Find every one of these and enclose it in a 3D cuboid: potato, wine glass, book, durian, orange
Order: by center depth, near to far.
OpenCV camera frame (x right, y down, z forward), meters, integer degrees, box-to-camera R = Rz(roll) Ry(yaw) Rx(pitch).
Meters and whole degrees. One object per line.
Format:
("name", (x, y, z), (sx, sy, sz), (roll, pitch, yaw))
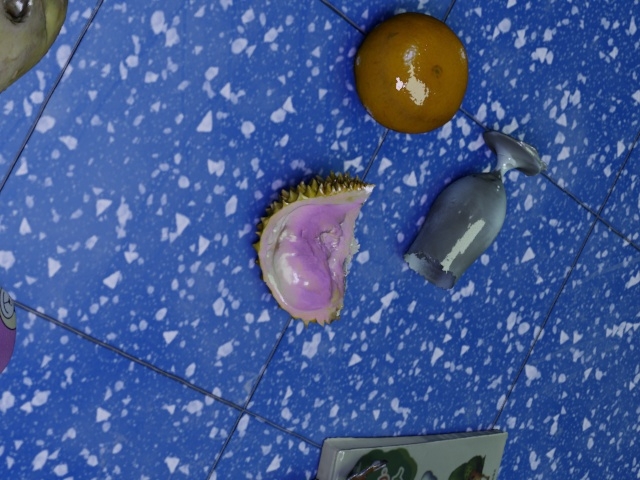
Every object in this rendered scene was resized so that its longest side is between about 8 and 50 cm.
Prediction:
("potato", (-0.371, -0.200, 1.673), (0.296, 0.141, 0.191), (-31, 157, -42))
("durian", (-0.001, -0.001, 2.122), (0.165, 0.132, 0.182), (-33, 139, -16))
("orange", (0.112, -0.211, 2.150), (0.156, 0.124, 0.156), (0, 90, -34))
("wine glass", (0.210, -0.040, 2.323), (0.222, 0.103, 0.103), (-54, 134, -13))
("book", (0.120, 0.404, 2.460), (0.371, 0.043, 0.260), (1, 106, -44))

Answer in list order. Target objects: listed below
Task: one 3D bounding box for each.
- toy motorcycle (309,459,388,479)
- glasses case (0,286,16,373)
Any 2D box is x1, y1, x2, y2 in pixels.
("toy motorcycle", (-0.052, 0.416, 2.221), (0.401, 0.134, 0.207), (-24, 128, -20))
("glasses case", (-0.460, 0.113, 1.770), (0.316, 0.076, 0.123), (-10, 113, -41))
